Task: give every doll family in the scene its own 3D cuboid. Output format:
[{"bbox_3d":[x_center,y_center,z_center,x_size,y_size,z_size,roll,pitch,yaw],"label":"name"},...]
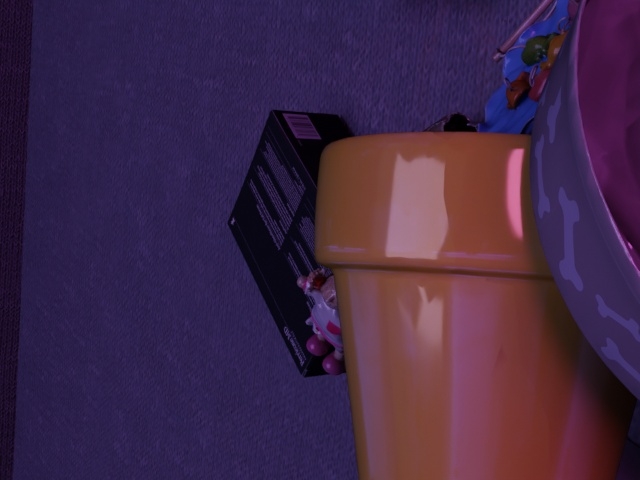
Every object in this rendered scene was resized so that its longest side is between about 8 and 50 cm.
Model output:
[{"bbox_3d":[0.094,0.110,1.095,0.263,0.118,0.163,49,152,23],"label":"doll family"}]

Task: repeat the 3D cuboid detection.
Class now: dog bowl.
[{"bbox_3d":[0.272,-0.031,0.602,0.102,0.349,0.349,128,133,-63],"label":"dog bowl"}]

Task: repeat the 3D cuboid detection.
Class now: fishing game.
[{"bbox_3d":[0.180,-0.155,0.883,0.189,0.041,0.264,-49,14,26],"label":"fishing game"}]

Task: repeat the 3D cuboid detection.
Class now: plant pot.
[{"bbox_3d":[0.117,0.062,0.748,0.254,0.254,0.239,-2,84,60],"label":"plant pot"}]

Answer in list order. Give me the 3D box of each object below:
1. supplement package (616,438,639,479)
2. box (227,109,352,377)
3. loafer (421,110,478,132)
[{"bbox_3d":[0.169,0.244,0.903,0.194,0.203,0.149,43,127,52],"label":"supplement package"},{"bbox_3d":[0.000,0.000,1.291,0.261,0.103,0.184,61,137,38],"label":"box"},{"bbox_3d":[0.145,-0.023,1.047,0.251,0.094,0.087,67,148,33],"label":"loafer"}]
